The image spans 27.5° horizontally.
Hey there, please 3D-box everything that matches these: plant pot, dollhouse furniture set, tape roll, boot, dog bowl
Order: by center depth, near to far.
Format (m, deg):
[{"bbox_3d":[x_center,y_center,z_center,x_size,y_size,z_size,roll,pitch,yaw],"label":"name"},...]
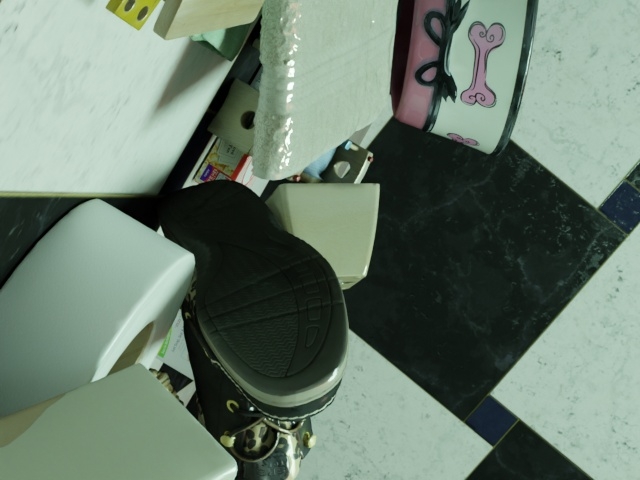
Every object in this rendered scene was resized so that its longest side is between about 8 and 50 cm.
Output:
[{"bbox_3d":[-0.222,0.109,1.122,0.286,0.100,0.286,-59,177,-6],"label":"tape roll"},{"bbox_3d":[-0.061,0.133,1.320,0.138,0.377,0.284,-18,123,-17],"label":"boot"},{"bbox_3d":[0.000,0.000,1.386,0.109,0.109,0.096,138,-50,-69],"label":"plant pot"},{"bbox_3d":[-0.001,-0.157,1.408,0.183,0.129,0.129,-60,151,6],"label":"dollhouse furniture set"},{"bbox_3d":[0.185,-0.323,1.758,0.408,0.150,0.408,-175,-90,-88],"label":"dog bowl"}]

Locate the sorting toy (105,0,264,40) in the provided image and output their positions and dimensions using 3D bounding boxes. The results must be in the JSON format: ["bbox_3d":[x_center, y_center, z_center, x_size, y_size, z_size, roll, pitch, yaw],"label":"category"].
[{"bbox_3d":[-0.071,-0.213,0.911,0.132,0.046,0.274,-61,166,26],"label":"sorting toy"}]

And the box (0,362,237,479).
[{"bbox_3d":[-0.220,0.214,0.893,0.311,0.121,0.148,-19,143,-46],"label":"box"}]

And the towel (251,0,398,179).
[{"bbox_3d":[0.007,-0.181,1.236,0.282,0.049,0.187,-38,136,-60],"label":"towel"}]

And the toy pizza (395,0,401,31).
[{"bbox_3d":[0.070,-0.331,1.671,0.201,0.032,0.201,7,90,-75],"label":"toy pizza"}]

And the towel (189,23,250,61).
[{"bbox_3d":[-0.016,-0.304,1.101,0.324,0.038,0.248,-60,177,5],"label":"towel"}]

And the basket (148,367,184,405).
[{"bbox_3d":[-0.298,0.257,1.351,0.299,0.223,0.213,-57,143,-35],"label":"basket"}]

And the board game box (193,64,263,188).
[{"bbox_3d":[-0.073,-0.140,1.555,0.193,0.045,0.147,-59,176,2],"label":"board game box"}]

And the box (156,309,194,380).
[{"bbox_3d":[-0.125,0.113,1.656,0.103,0.203,0.114,-61,178,35],"label":"box"}]
